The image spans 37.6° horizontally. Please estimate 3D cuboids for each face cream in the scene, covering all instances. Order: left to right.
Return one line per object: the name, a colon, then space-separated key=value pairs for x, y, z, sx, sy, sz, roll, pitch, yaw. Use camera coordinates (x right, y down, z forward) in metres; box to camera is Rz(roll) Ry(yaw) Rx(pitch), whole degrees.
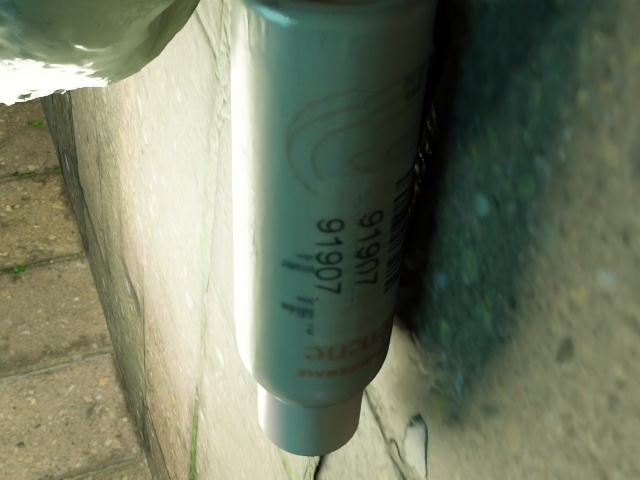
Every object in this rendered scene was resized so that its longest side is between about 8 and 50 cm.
face cream: x=0.000 y=0.000 z=0.436 sx=0.082 sy=0.082 sz=0.269 roll=-122 pitch=26 yaw=-44

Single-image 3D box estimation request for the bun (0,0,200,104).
bun: x=-0.152 y=-0.245 z=0.531 sx=0.354 sy=0.194 sz=0.354 roll=169 pitch=90 yaw=-69
